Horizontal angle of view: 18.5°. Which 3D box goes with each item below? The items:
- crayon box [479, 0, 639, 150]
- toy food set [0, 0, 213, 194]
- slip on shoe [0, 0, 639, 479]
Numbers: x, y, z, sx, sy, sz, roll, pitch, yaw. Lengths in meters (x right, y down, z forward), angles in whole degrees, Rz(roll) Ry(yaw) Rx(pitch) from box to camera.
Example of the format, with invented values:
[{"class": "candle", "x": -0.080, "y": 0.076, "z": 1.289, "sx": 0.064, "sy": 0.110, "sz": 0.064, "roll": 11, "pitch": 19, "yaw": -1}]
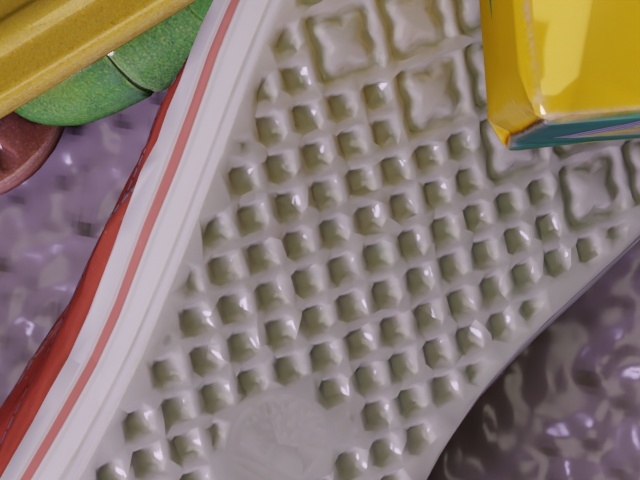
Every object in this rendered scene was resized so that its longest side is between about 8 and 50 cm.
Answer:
[{"class": "crayon box", "x": 0.202, "y": -0.188, "z": 0.378, "sx": 0.363, "sy": 0.106, "sz": 0.313, "roll": -5, "pitch": 87, "yaw": 1}, {"class": "toy food set", "x": -0.081, "y": -0.072, "z": 0.521, "sx": 0.218, "sy": 0.071, "sz": 0.128, "roll": -28, "pitch": 58, "yaw": 11}, {"class": "slip on shoe", "x": 0.000, "y": 0.000, "z": 0.473, "sx": 0.123, "sy": 0.101, "sz": 0.331, "roll": 31, "pitch": 87, "yaw": -22}]
